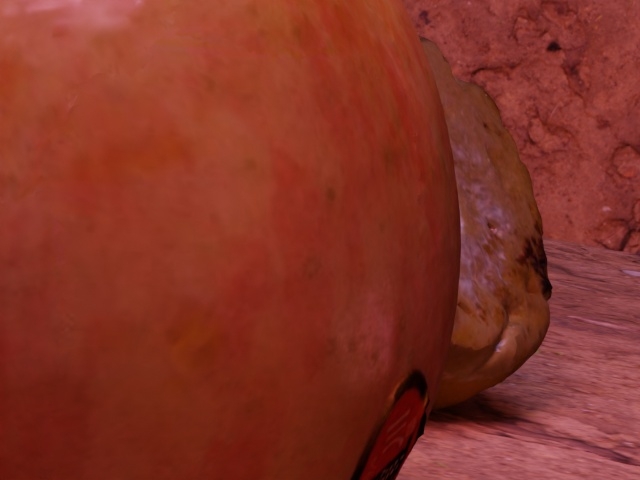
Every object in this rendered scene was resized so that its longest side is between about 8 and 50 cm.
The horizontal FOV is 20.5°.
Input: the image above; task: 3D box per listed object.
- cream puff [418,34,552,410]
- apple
[{"bbox_3d":[0.001,0.000,1.342,0.257,0.291,0.324,-23,4,32],"label":"cream puff"},{"bbox_3d":[-0.124,-0.020,0.833,0.391,0.346,0.391,5,8,-1],"label":"apple"}]
